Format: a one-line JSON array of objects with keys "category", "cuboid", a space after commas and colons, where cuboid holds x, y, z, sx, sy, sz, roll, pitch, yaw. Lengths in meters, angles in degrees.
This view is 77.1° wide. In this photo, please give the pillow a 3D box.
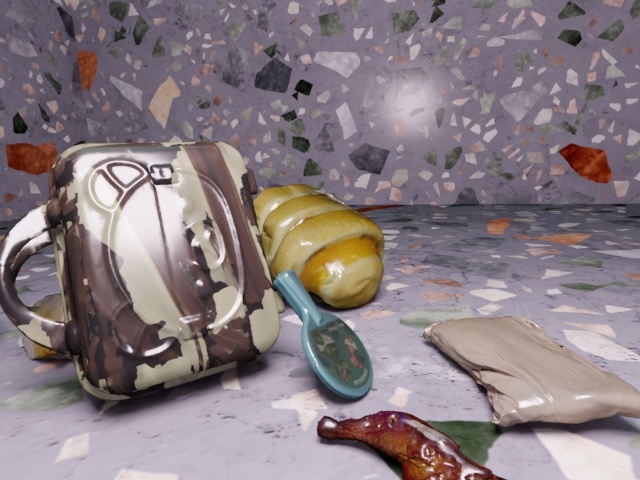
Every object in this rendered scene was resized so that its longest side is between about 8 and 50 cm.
[{"category": "pillow", "cuboid": [0.265, 0.167, 0.548, 0.173, 0.067, 0.270, -7, 11, -2]}]

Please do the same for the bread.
[{"category": "bread", "cuboid": [0.000, 0.000, 0.910, 0.301, 0.210, 0.341, 13, 17, -33]}]

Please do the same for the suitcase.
[{"category": "suitcase", "cuboid": [-0.251, 0.036, 0.578, 0.339, 0.351, 0.194, -10, -10, -31]}]

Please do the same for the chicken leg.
[{"category": "chicken leg", "cuboid": [0.089, 0.214, 0.401, 0.093, 0.053, 0.205, -27, 20, -33]}]

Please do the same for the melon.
[{"category": "melon", "cuboid": [-0.427, 0.162, 0.684, 0.202, 0.093, 0.139, -27, -33, 32]}]

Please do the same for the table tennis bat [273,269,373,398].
[{"category": "table tennis bat", "cuboid": [0.001, 0.127, 0.559, 0.033, 0.201, 0.124, -42, -12, 25]}]
